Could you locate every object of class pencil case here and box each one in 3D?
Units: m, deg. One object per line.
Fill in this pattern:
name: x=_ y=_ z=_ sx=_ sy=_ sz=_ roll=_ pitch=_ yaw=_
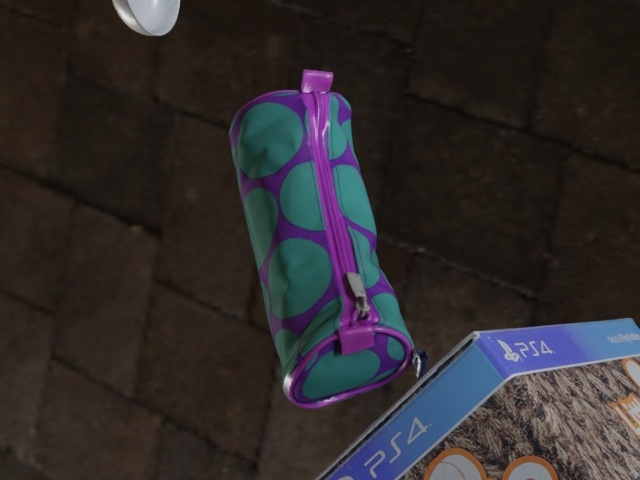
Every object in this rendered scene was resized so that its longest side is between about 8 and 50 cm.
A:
pencil case: x=0.000 y=0.000 z=0.768 sx=0.070 sy=0.065 sz=0.151 roll=118 pitch=145 yaw=-49

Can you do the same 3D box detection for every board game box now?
board game box: x=0.160 y=0.194 z=0.821 sx=0.141 sy=0.232 sz=0.291 roll=-45 pitch=70 yaw=20

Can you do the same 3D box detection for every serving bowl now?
serving bowl: x=-0.144 y=-0.202 z=1.309 sx=0.027 sy=0.083 sz=0.083 roll=-5 pitch=90 yaw=28
